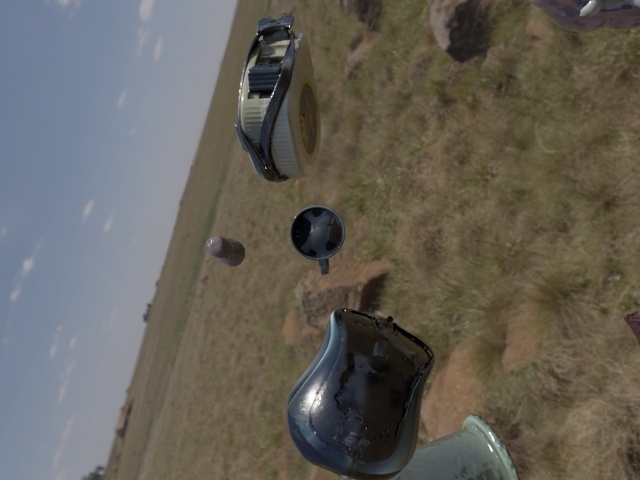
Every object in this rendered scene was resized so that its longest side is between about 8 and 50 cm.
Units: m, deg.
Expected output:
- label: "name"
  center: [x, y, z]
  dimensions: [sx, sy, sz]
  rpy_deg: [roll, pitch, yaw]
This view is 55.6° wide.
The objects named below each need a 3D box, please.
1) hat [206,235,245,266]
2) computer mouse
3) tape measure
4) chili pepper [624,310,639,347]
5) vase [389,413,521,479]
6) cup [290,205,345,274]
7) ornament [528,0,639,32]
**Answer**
- label: "hat"
  center: [-0.201, 0.022, 1.289]
  dimensions: [0.058, 0.087, 0.042]
  rpy_deg: [-53, 11, 6]
- label: "computer mouse"
  center: [0.050, 0.145, 0.653]
  dimensions: [0.233, 0.137, 0.096]
  rpy_deg: [-65, 1, -58]
- label: "tape measure"
  center: [-0.086, -0.251, 1.139]
  dimensions: [0.231, 0.133, 0.271]
  rpy_deg: [-74, -18, -47]
- label: "chili pepper"
  center: [0.717, 0.294, 1.192]
  dimensions: [0.134, 0.131, 0.338]
  rpy_deg: [140, 118, -73]
- label: "vase"
  center: [0.223, 0.504, 1.207]
  dimensions: [0.245, 0.291, 0.244]
  rpy_deg: [166, 90, -77]
- label: "cup"
  center: [0.000, 0.000, 0.890]
  dimensions: [0.077, 0.078, 0.100]
  rpy_deg: [-18, -79, -86]
- label: "ornament"
  center: [0.240, -0.256, 0.493]
  dimensions: [0.177, 0.178, 0.177]
  rpy_deg: [-164, 90, -78]
